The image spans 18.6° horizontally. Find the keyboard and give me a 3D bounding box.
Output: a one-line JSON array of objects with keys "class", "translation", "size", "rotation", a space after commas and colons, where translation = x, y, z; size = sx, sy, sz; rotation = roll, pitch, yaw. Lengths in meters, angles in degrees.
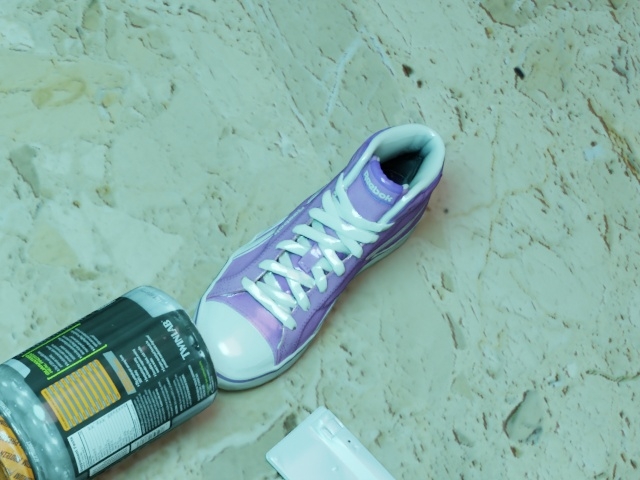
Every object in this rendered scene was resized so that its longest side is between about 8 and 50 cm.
[{"class": "keyboard", "translation": [0.065, 0.250, 1.626], "size": [0.072, 0.014, 0.256], "rotation": [-41, 81, -22]}]

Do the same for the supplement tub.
[{"class": "supplement tub", "translation": [-0.187, 0.126, 1.553], "size": [0.190, 0.117, 0.117], "rotation": [-30, 76, -25]}]

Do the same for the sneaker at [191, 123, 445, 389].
[{"class": "sneaker", "translation": [-0.001, -0.001, 1.642], "size": [0.102, 0.161, 0.282], "rotation": [41, 63, 4]}]
